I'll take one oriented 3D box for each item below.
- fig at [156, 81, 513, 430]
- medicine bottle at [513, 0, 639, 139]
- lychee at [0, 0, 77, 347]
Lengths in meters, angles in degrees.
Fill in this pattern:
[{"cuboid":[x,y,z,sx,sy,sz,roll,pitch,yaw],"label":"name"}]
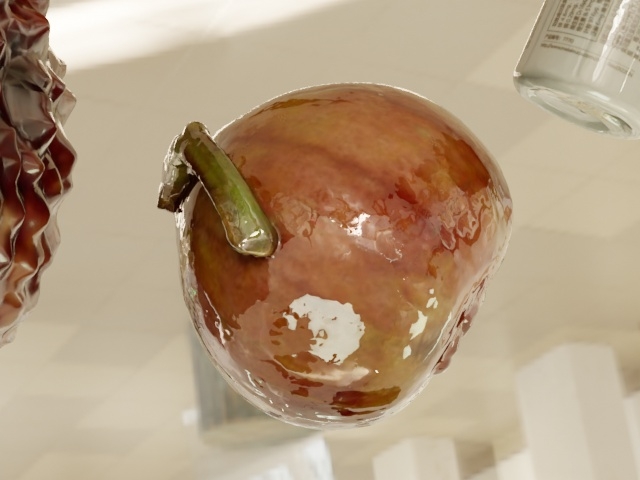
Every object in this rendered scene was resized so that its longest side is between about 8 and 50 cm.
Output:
[{"cuboid":[0.001,0.000,0.779,0.205,0.205,0.205,-6,156,-3],"label":"fig"},{"cuboid":[0.160,-0.129,0.739,0.079,0.140,0.079,23,176,2],"label":"medicine bottle"},{"cuboid":[-0.319,-0.057,0.690,0.499,0.425,0.424,-13,158,40],"label":"lychee"}]
